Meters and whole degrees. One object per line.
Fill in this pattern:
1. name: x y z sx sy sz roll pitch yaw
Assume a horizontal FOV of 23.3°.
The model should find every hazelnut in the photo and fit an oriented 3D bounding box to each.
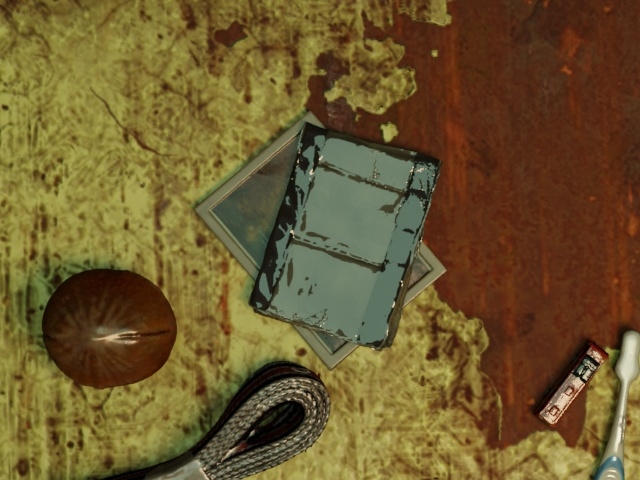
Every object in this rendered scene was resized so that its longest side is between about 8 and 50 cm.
1. hazelnut: -0.237 0.094 1.742 0.150 0.150 0.150 0 87 1

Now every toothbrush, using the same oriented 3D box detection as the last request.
1. toothbrush: 0.327 0.293 1.773 0.040 0.040 0.386 8 87 1

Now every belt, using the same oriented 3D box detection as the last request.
1. belt: -0.142 0.263 1.756 0.359 0.094 0.126 -34 91 1

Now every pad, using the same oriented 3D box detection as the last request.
1. pad: 0.028 -0.005 1.788 0.174 0.022 0.233 15 86 3

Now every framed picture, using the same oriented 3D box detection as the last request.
1. framed picture: 0.000 0.000 1.806 0.184 0.016 0.250 -39 87 -1

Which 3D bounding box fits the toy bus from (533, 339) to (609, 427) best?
1. toy bus: 0.287 0.164 1.778 0.031 0.043 0.110 37 88 3
